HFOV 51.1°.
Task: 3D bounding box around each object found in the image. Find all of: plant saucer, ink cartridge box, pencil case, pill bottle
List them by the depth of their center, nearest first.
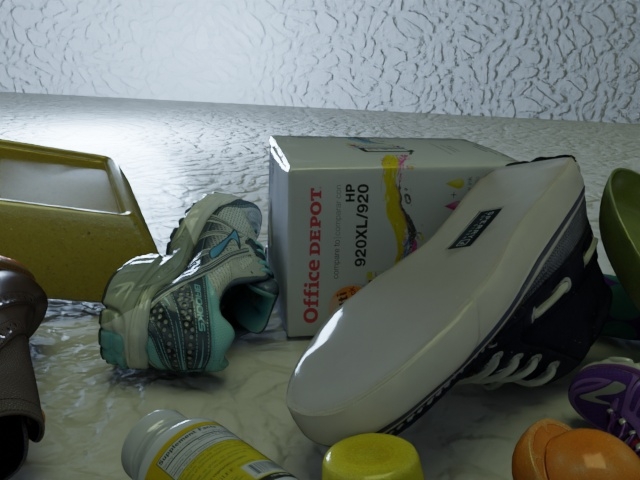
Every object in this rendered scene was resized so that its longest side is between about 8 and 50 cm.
[{"bbox_3d":[-0.063,0.141,0.380,0.065,0.065,0.116,-15,24,-42],"label":"pill bottle"},{"bbox_3d":[0.326,0.041,0.596,0.241,0.037,0.241,27,41,-26],"label":"plant saucer"},{"bbox_3d":[0.269,0.059,0.677,0.151,0.064,0.070,7,34,14],"label":"pencil case"},{"bbox_3d":[0.065,-0.013,0.701,0.232,0.171,0.168,-2,18,-10],"label":"ink cartridge box"},{"bbox_3d":[-0.346,-0.046,0.753,0.332,0.081,0.333,8,19,-27],"label":"plant saucer"}]

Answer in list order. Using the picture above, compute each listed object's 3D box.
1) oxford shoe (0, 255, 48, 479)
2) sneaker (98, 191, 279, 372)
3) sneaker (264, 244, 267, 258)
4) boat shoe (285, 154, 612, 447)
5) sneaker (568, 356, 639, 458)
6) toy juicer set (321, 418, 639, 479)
[{"bbox_3d":[-0.246,0.105,0.442,0.132,0.130,0.364,34,8,-8],"label":"oxford shoe"},{"bbox_3d":[-0.094,0.043,0.651,0.122,0.110,0.283,13,28,8],"label":"sneaker"},{"bbox_3d":[0.000,0.000,0.842,0.158,0.061,0.065,-9,15,-33],"label":"sneaker"},{"bbox_3d":[0.129,0.074,0.516,0.340,0.158,0.127,-39,21,-33],"label":"boat shoe"},{"bbox_3d":[0.218,0.134,0.439,0.071,0.068,0.170,-9,21,-17],"label":"sneaker"},{"bbox_3d":[0.117,0.171,0.252,0.209,0.089,0.329,-7,10,-6],"label":"toy juicer set"}]
